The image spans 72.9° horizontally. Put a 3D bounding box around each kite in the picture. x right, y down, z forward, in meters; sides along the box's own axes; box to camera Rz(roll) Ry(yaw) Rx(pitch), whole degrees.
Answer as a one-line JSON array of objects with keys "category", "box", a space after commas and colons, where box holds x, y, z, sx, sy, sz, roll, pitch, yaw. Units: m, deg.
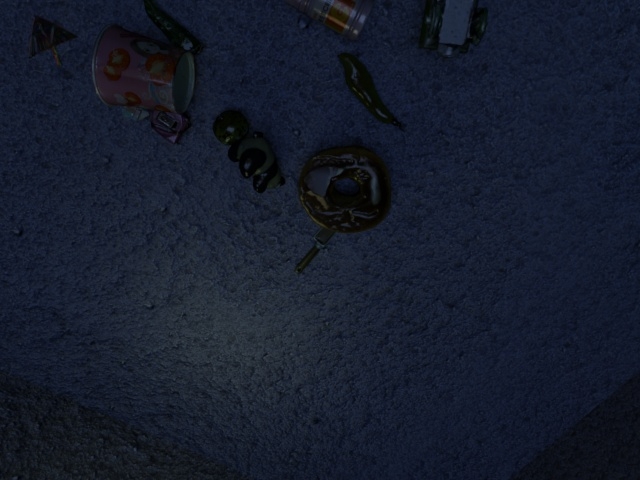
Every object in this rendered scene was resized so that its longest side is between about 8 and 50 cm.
[{"category": "kite", "box": [-0.880, -0.646, 1.399, 0.190, 0.010, 0.159, -19, 113, 10]}]

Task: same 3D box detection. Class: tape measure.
[{"category": "tape measure", "box": [-0.506, -0.402, 1.468, 0.125, 0.074, 0.118, 32, 110, -15]}]

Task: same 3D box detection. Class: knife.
[{"category": "knife", "box": [-0.001, -0.001, 1.668, 0.061, 0.027, 0.343, 38, 110, -10]}]

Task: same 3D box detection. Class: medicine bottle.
[{"category": "medicine bottle", "box": [0.025, -0.714, 1.289, 0.249, 0.133, 0.133, 26, 112, -10]}]

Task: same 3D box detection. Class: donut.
[{"category": "donut", "box": [0.091, -0.189, 1.514, 0.329, 0.160, 0.330, 2, 118, 4]}]

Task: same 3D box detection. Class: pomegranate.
[{"category": "pomegranate", "box": [-0.296, -0.366, 1.468, 0.122, 0.122, 0.161, -13, 140, 7]}]

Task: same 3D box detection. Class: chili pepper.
[{"category": "chili pepper", "box": [-0.473, -0.675, 1.359, 0.088, 0.059, 0.227, -37, 105, 16]}]

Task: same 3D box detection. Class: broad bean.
[{"category": "broad bean", "box": [0.163, -0.482, 1.432, 0.075, 0.067, 0.325, -24, 118, 44]}]

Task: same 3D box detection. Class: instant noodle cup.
[{"category": "instant noodle cup", "box": [-0.523, -0.504, 1.322, 0.231, 0.243, 0.243, 14, 114, -1]}]

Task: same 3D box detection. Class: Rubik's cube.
[{"category": "Rubik's cube", "box": [-0.621, -0.442, 1.452, 0.084, 0.073, 0.075, 12, 113, -2]}]

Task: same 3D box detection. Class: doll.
[{"category": "doll", "box": [-0.209, -0.254, 1.466, 0.135, 0.143, 0.234, -36, 146, -6]}]

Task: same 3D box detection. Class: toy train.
[{"category": "toy train", "box": [0.385, -0.683, 1.231, 0.173, 0.249, 0.307, 6, 114, 1]}]
